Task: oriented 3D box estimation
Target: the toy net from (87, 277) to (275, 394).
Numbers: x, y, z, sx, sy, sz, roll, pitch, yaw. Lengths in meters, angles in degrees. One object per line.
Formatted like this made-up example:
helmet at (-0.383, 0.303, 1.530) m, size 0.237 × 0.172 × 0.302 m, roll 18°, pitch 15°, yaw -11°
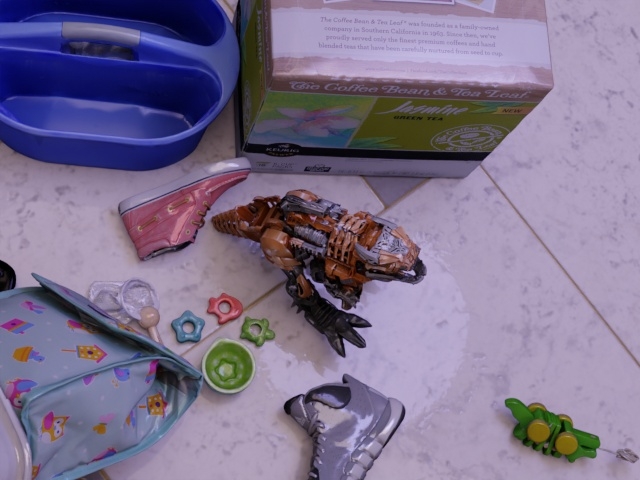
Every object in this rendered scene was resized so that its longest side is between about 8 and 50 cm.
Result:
toy net at (-0.175, 0.096, 1.429) m, size 0.232 × 0.045 × 0.122 m, roll 29°, pitch 70°, yaw -2°

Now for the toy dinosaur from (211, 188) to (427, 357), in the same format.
toy dinosaur at (0.000, 0.000, 1.387) m, size 0.164 × 0.218 × 0.322 m, roll -45°, pitch 45°, yaw -4°

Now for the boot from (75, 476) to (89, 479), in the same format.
boot at (-0.327, 0.367, 1.237) m, size 0.236 × 0.089 × 0.269 m, roll 27°, pitch 63°, yaw 10°

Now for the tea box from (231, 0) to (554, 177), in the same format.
tea box at (0.070, -0.230, 1.431) m, size 0.329 × 0.323 × 0.220 m, roll 0°, pitch 73°, yaw -11°

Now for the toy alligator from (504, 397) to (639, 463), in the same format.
toy alligator at (0.313, 0.260, 1.480) m, size 0.189 × 0.056 × 0.051 m, roll 25°, pitch 112°, yaw -5°

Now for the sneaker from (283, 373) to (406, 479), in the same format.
sneaker at (-0.005, 0.258, 1.403) m, size 0.132 × 0.086 × 0.229 m, roll 35°, pitch 60°, yaw 5°

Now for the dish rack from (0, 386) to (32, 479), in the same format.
dish rack at (-0.447, 0.181, 1.174) m, size 0.072 × 0.285 × 0.333 m, roll 2°, pitch 50°, yaw -54°

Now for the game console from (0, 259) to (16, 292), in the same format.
game console at (-0.476, 0.176, 1.343) m, size 0.213 × 0.044 × 0.361 m, roll 19°, pitch 70°, yaw -6°

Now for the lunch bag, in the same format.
lunch bag at (-0.288, 0.144, 1.274) m, size 0.223 × 0.160 × 0.262 m, roll 24°, pitch 28°, yaw 34°

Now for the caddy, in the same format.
caddy at (-0.274, -0.222, 1.435) m, size 0.341 × 0.179 × 0.241 m, roll 4°, pitch 72°, yaw -10°

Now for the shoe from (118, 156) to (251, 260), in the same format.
shoe at (-0.161, -0.039, 1.454) m, size 0.178 × 0.063 × 0.081 m, roll -22°, pitch 82°, yaw 0°
